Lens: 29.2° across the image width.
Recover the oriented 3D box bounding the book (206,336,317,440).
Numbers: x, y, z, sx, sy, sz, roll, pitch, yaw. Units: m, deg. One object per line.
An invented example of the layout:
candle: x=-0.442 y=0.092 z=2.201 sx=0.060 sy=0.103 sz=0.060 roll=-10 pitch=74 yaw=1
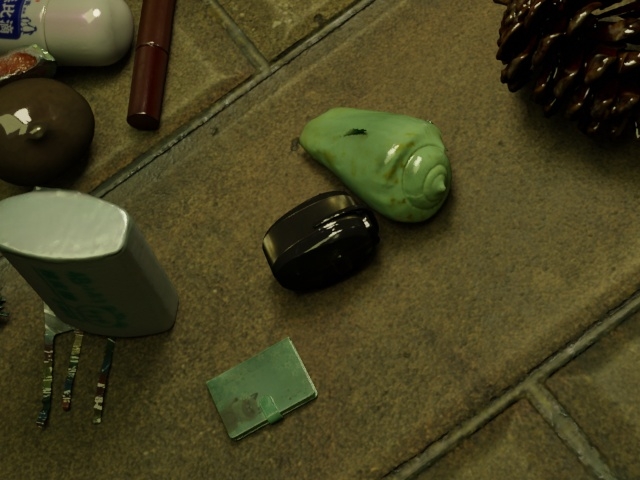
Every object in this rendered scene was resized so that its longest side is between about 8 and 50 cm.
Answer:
book: x=-0.081 y=0.208 z=1.711 sx=0.135 sy=0.017 sz=0.103 roll=-29 pitch=60 yaw=2

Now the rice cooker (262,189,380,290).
rice cooker: x=0.000 y=0.000 z=1.735 sx=0.165 sy=0.112 sz=0.106 roll=-34 pitch=55 yaw=-3

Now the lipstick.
lipstick: x=-0.270 y=-0.346 z=2.013 sx=0.057 sy=0.057 sz=0.357 roll=-4 pitch=64 yaw=14

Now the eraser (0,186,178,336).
eraser: x=-0.318 y=0.037 z=1.697 sx=0.189 sy=0.290 sz=0.104 roll=1 pitch=65 yaw=9

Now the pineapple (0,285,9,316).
pineapple: x=-0.586 y=0.106 z=1.870 sx=0.221 sy=0.083 sz=0.103 roll=-12 pitch=63 yaw=8

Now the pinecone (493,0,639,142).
pinecone: x=0.370 y=-0.270 z=1.693 sx=0.309 sy=0.244 sz=0.244 roll=44 pitch=82 yaw=10

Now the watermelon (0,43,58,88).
watermelon: x=-0.507 y=-0.265 z=1.963 sx=0.187 sy=0.139 sz=0.071 roll=-32 pitch=80 yaw=45

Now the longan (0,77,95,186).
longan: x=-0.446 y=-0.171 z=1.917 sx=0.189 sy=0.189 sz=0.189 roll=-7 pitch=63 yaw=13

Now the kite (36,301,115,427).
kite: x=-0.346 y=0.125 z=1.830 sx=0.169 sy=0.015 sz=0.310 roll=-9 pitch=62 yaw=11

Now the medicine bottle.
medicine bottle: x=-0.469 y=-0.354 z=2.033 sx=0.341 sy=0.130 sz=0.130 roll=6 pitch=67 yaw=18

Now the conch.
conch: x=0.094 y=-0.127 z=1.781 sx=0.143 sy=0.137 sz=0.250 roll=-58 pitch=40 yaw=14
